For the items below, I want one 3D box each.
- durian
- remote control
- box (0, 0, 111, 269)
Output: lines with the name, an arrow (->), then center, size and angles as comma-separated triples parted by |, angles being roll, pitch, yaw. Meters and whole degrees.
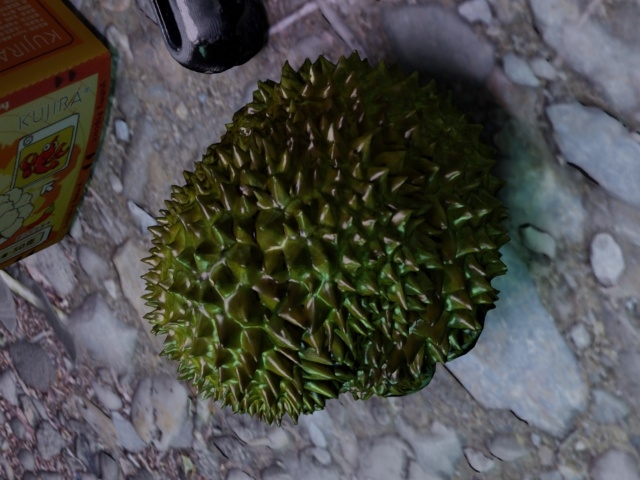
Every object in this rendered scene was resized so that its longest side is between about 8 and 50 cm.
durian -> 0.000, -0.004, 1.313 | 0.224, 0.291, 0.291 | 61, 145, 23
remote control -> -0.124, -0.247, 1.441 | 0.090, 0.066, 0.265 | -15, 101, 48
box -> -0.360, -0.087, 1.639 | 0.214, 0.283, 0.259 | 45, 141, 22
